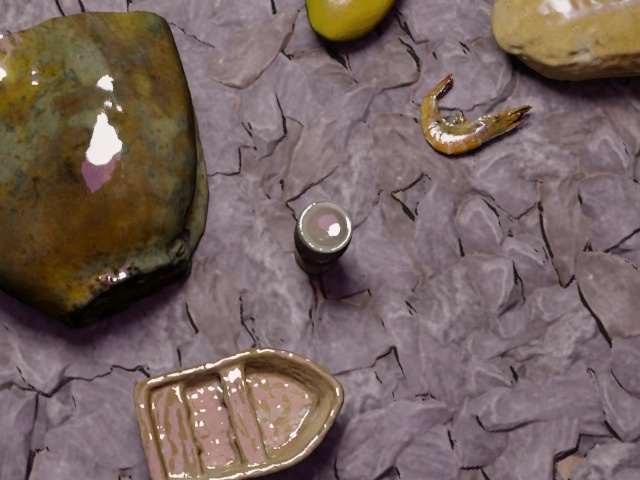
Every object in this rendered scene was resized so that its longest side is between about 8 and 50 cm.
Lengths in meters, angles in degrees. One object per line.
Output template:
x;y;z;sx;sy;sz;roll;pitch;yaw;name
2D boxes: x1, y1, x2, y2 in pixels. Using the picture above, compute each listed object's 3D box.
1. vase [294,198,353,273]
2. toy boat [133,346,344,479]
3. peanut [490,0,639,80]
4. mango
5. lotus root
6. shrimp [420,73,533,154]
0.000;0.000;1.239;0.053;0.100;0.053;1;74;-5;vase
-0.071;0.164;1.210;0.188;0.061;0.116;-13;75;-7;toy boat
0.283;-0.225;1.308;0.224;0.129;0.129;-7;75;-6;peanut
0.028;-0.297;1.335;0.122;0.085;0.191;-12;86;-18;mango
-0.237;-0.058;1.217;0.267;0.149;0.260;-15;76;-5;lotus root
0.154;-0.134;1.328;0.114;0.023;0.083;-20;75;-5;shrimp
